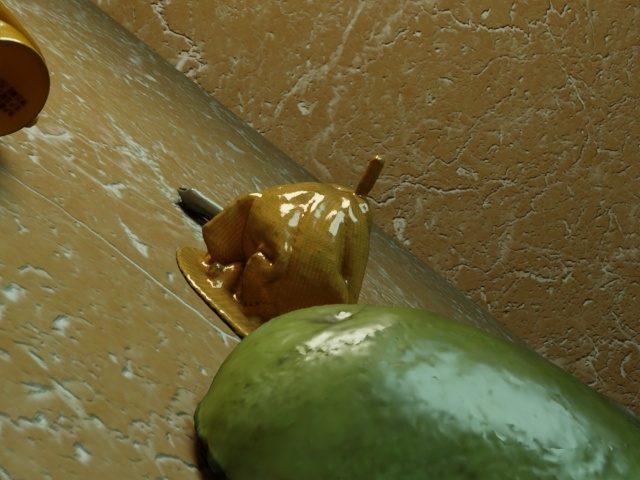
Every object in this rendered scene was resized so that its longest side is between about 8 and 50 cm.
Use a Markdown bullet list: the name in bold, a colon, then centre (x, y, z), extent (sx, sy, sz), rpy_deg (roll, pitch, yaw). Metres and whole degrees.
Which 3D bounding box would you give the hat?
- **hat**: centre (0.000, 0.000, 1.012), extent (0.233, 0.233, 0.244), rpy_deg (35, 8, -18)

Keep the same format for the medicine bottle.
- **medicine bottle**: centre (-0.356, -0.199, 0.883), extent (0.222, 0.112, 0.149), rpy_deg (45, -6, 36)

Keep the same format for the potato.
- **potato**: centre (0.072, 0.134, 0.694), extent (0.280, 0.212, 0.330), rpy_deg (37, 7, -13)

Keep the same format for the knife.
- **knife**: centre (-0.052, 0.039, 1.254), extent (0.365, 0.043, 0.089), rpy_deg (36, -24, -5)
